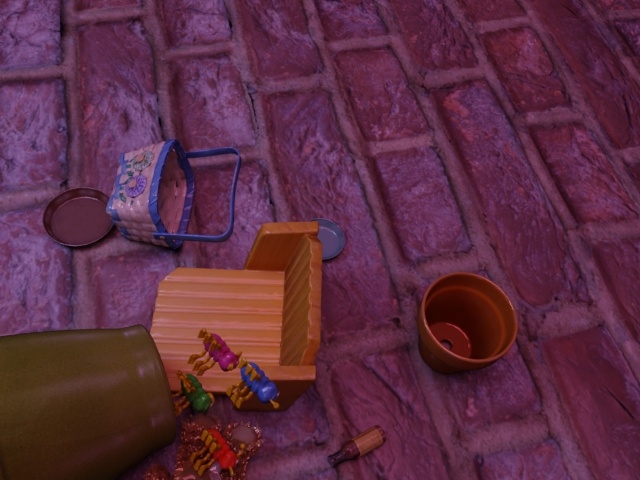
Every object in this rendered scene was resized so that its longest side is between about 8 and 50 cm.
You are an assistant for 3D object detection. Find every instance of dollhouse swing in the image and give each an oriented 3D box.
[{"bbox_3d":[-0.187,0.146,1.288,0.304,0.315,0.347,11,58,-14],"label":"dollhouse swing"}]

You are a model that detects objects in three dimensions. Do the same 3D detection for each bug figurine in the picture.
[{"bbox_3d":[-0.178,0.285,1.131,0.072,0.279,0.216,-8,46,-48],"label":"bug figurine"}]

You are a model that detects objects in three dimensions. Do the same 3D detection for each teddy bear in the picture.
[{"bbox_3d":[-0.226,0.488,1.178,0.245,0.113,0.338,4,51,-12],"label":"teddy bear"}]

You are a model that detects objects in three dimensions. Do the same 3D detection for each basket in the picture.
[{"bbox_3d":[-0.335,-0.105,1.452,0.288,0.201,0.255,-1,58,3],"label":"basket"}]

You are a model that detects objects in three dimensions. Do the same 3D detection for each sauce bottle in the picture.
[{"bbox_3d":[0.074,0.427,1.280,0.128,0.042,0.042,-22,64,-18],"label":"sauce bottle"}]

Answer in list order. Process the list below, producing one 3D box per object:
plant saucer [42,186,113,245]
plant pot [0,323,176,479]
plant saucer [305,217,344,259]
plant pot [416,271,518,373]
[{"bbox_3d":[-0.576,-0.053,1.490,0.168,0.029,0.169,3,59,-6],"label":"plant saucer"},{"bbox_3d":[-0.461,0.310,1.118,0.352,0.366,0.367,-15,62,-25],"label":"plant pot"},{"bbox_3d":[0.000,0.000,1.539,0.119,0.021,0.119,4,58,-6],"label":"plant saucer"},{"bbox_3d":[0.298,0.202,1.359,0.205,0.188,0.205,4,58,-6],"label":"plant pot"}]
